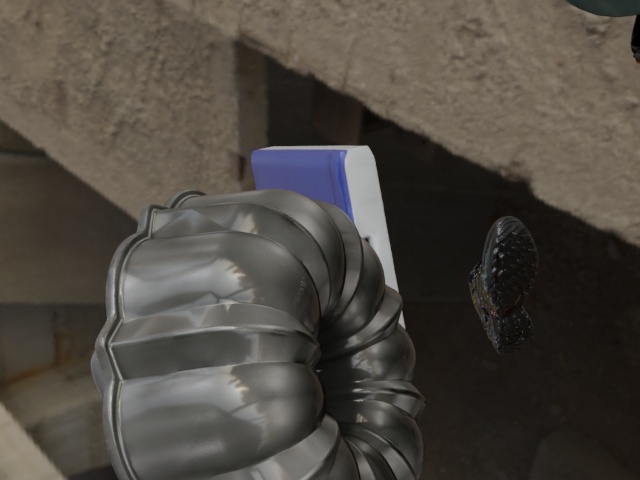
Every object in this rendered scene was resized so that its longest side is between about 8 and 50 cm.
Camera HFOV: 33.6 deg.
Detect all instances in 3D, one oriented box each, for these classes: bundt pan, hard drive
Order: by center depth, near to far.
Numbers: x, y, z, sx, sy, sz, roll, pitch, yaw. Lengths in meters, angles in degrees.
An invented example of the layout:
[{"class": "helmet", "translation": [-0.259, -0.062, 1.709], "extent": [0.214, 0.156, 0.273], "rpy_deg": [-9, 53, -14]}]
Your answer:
[{"class": "bundt pan", "translation": [-0.017, 0.107, 0.792], "extent": [0.124, 0.331, 0.331], "rpy_deg": [-15, 94, 24]}, {"class": "hard drive", "translation": [0.000, 0.000, 1.185], "extent": [0.318, 0.040, 0.210], "rpy_deg": [-166, 64, -70]}]

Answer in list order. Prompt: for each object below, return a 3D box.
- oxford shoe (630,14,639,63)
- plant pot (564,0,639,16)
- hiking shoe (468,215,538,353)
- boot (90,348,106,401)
[{"class": "oxford shoe", "translation": [0.432, -0.228, 1.301], "extent": [0.097, 0.098, 0.271], "rpy_deg": [-89, -20, -60]}, {"class": "plant pot", "translation": [0.262, -0.403, 1.061], "extent": [0.341, 0.334, 0.341], "rpy_deg": [-11, 71, 34]}, {"class": "hiking shoe", "translation": [0.247, 0.053, 1.515], "extent": [0.114, 0.086, 0.227], "rpy_deg": [-131, 30, -49]}, {"class": "boot", "translation": [-0.153, 0.245, 1.053], "extent": [0.118, 0.222, 0.338], "rpy_deg": [-35, 85, 14]}]
